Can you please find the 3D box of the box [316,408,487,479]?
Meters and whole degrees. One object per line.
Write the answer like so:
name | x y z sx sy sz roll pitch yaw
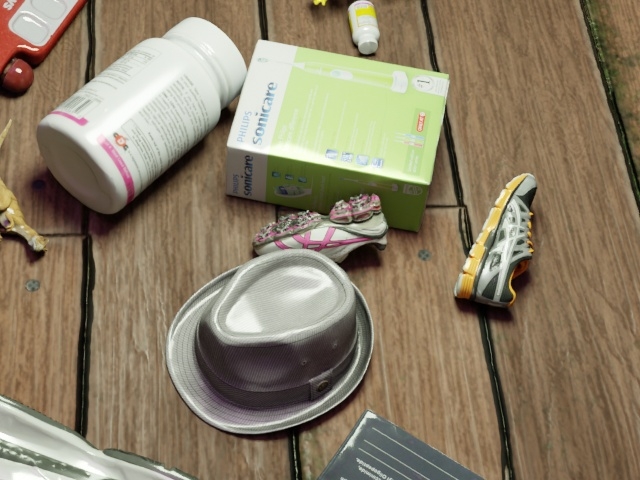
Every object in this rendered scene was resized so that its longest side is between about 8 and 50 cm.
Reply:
box | 0.019 0.397 1.215 0.179 0.343 0.312 29 58 13

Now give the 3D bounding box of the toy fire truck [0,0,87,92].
toy fire truck | -0.509 -0.342 1.794 0.254 0.169 0.302 30 58 -7

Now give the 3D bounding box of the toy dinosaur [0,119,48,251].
toy dinosaur | -0.443 -0.057 1.663 0.112 0.064 0.211 -15 66 -36

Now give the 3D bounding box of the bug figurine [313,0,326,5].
bug figurine | 0.058 -0.471 1.957 0.279 0.072 0.216 -15 44 -16

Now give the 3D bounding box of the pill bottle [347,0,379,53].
pill bottle | 0.069 -0.332 1.897 0.043 0.043 0.083 -3 57 -7

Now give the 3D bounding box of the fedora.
fedora | -0.059 0.105 1.539 0.275 0.124 0.243 -19 59 -17

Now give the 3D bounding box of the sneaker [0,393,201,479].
sneaker | -0.274 0.353 1.325 0.448 0.169 0.257 24 65 -5

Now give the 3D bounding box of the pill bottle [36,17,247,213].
pill bottle | -0.242 -0.180 1.695 0.160 0.160 0.283 35 60 18

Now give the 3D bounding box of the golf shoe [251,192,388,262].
golf shoe | 0.000 0.000 1.648 0.186 0.086 0.067 -14 21 10

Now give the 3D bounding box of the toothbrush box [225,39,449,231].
toothbrush box | 0.025 -0.151 1.723 0.283 0.122 0.206 11 56 1

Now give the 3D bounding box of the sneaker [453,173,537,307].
sneaker | 0.258 0.003 1.669 0.083 0.084 0.215 24 67 9
